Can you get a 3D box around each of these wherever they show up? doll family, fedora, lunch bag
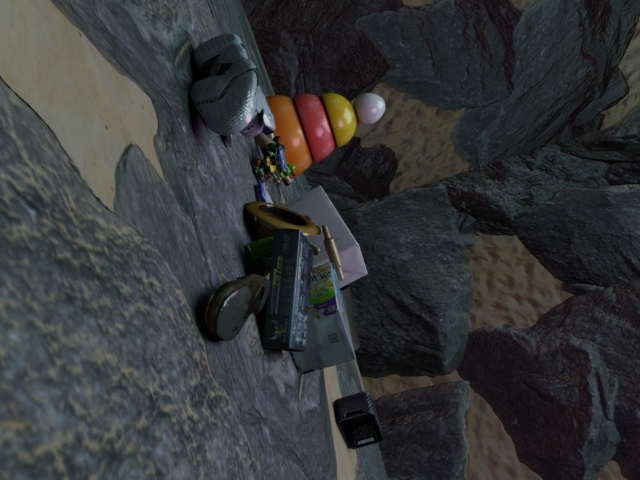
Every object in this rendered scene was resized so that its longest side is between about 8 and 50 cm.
[{"bbox_3d":[-0.147,-0.237,1.585,0.193,0.076,0.111,-76,152,-61],"label":"doll family"},{"bbox_3d":[-0.100,-0.028,1.247,0.194,0.194,0.079,-93,-157,-76],"label":"fedora"},{"bbox_3d":[-0.202,-0.399,1.789,0.098,0.067,0.065,56,17,-74],"label":"lunch bag"}]

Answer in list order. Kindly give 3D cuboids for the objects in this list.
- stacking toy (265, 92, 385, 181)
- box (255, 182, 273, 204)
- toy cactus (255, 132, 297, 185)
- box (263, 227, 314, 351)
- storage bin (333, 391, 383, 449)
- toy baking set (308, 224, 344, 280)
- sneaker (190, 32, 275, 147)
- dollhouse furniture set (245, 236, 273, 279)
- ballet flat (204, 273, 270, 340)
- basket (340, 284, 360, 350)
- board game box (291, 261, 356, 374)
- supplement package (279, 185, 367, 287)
[{"bbox_3d":[0.016,-0.443,2.017,0.350,0.480,0.350,-17,90,-86],"label":"stacking toy"},{"bbox_3d":[-0.151,-0.098,1.488,0.136,0.028,0.081,64,9,-52],"label":"box"},{"bbox_3d":[-0.163,-0.275,1.764,0.180,0.112,0.219,54,1,17],"label":"toy cactus"},{"bbox_3d":[-0.061,0.108,1.090,0.183,0.059,0.232,61,32,-75],"label":"box"},{"bbox_3d":[0.123,0.582,1.717,0.084,0.122,0.180,-103,174,-51],"label":"storage bin"},{"bbox_3d":[-0.037,0.031,1.510,0.030,0.197,0.256,-31,109,-54],"label":"toy baking set"},{"bbox_3d":[-0.170,-0.279,1.126,0.365,0.137,0.210,-108,176,-48],"label":"sneaker"},{"bbox_3d":[-0.131,0.042,1.158,0.151,0.059,0.076,121,-53,-69],"label":"dollhouse furniture set"},{"bbox_3d":[-0.129,0.088,0.791,0.250,0.058,0.084,-33,142,-81],"label":"ballet flat"},{"bbox_3d":[0.055,0.286,1.911,0.204,0.154,0.226,-50,127,-85],"label":"basket"},{"bbox_3d":[-0.010,0.189,1.357,0.275,0.142,0.144,-97,169,-69],"label":"board game box"},{"bbox_3d":[0.000,0.000,1.729,0.293,0.178,0.175,59,-5,38],"label":"supplement package"}]
